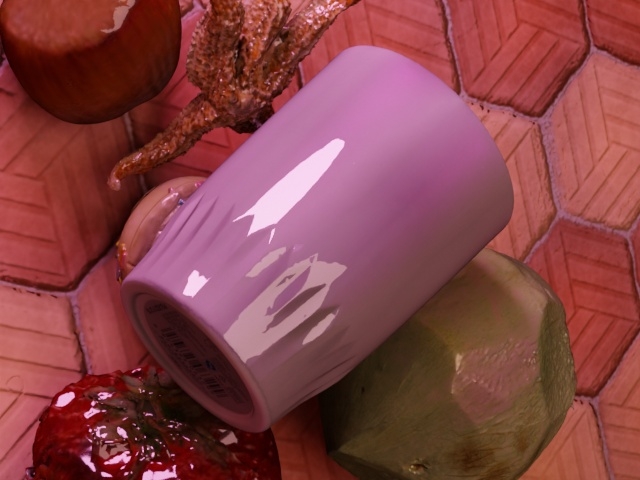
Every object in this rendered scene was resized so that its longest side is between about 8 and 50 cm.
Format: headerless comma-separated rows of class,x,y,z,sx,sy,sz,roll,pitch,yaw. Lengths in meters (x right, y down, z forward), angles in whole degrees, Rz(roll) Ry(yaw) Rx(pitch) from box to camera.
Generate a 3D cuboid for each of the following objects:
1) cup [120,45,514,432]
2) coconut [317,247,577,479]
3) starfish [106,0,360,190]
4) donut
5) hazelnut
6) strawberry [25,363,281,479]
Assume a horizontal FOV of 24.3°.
cup,0.000,0.000,1.501,0.371,0.253,0.253,-45,114,-24
coconut,0.132,0.163,1.697,0.328,0.281,0.328,-33,147,-25
starfish,-0.059,-0.186,1.557,0.302,0.084,0.293,-10,138,-41
donut,-0.148,0.003,1.604,0.175,0.068,0.174,-30,137,-32
hazelnut,-0.219,-0.226,1.507,0.210,0.186,0.210,10,67,-24
strawberry,-0.163,0.260,1.554,0.274,0.274,0.220,-14,136,-32
